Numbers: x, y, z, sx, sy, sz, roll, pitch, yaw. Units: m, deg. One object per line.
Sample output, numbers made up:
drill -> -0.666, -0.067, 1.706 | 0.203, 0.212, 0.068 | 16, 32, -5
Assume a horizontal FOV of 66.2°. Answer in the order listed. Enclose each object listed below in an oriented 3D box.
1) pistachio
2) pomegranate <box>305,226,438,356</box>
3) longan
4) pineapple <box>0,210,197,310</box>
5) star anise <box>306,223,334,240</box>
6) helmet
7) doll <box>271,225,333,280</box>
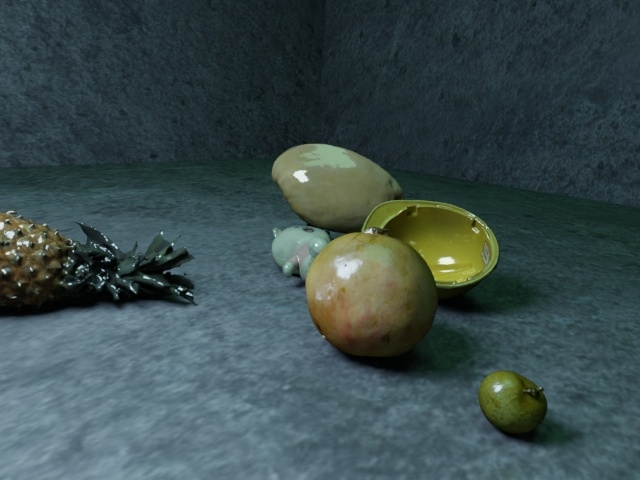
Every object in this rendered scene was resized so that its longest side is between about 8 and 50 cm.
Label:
pistachio -> 0.035, -0.109, 1.065 | 0.292, 0.182, 0.162 | 16, 13, 0
pomegranate -> 0.072, 0.075, 0.711 | 0.191, 0.192, 0.191 | 4, 15, -1
longan -> 0.221, 0.180, 0.559 | 0.075, 0.083, 0.075 | 14, 49, -16
pineapple -> -0.388, 0.042, 0.823 | 0.364, 0.166, 0.165 | 7, 13, -26
star anise -> 0.009, 0.006, 1.154 | 0.129, 0.056, 0.124 | 40, -19, 4
helmet -> 0.208, 0.038, 0.963 | 0.256, 0.140, 0.205 | 15, 53, 18
doll -> -0.024, 0.032, 1.008 | 0.154, 0.113, 0.275 | -7, 11, -26
